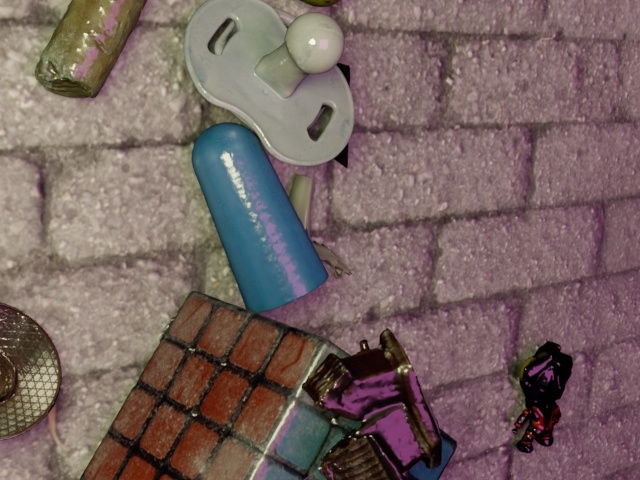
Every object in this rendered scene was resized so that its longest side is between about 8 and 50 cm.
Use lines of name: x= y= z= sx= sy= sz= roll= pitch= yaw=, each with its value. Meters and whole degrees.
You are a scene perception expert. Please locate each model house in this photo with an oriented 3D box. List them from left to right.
model house: x=0.059 y=0.230 z=1.280 sx=0.164 sy=0.141 sz=0.203 roll=-23 pitch=91 yaw=-10

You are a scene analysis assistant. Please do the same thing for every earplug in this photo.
earplug: x=-0.100 y=-0.043 z=1.478 sx=0.132 sy=0.132 sz=0.273 roll=-29 pitch=101 yaw=-30

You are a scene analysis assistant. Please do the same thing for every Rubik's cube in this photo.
Rubik's cube: x=-0.073 y=0.316 z=1.471 sx=0.337 sy=0.344 sz=0.344 roll=38 pitch=77 yaw=-39

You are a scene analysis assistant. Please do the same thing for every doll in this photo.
doll: x=0.450 y=0.314 z=2.066 sx=0.127 sy=0.088 sz=0.249 roll=-34 pitch=132 yaw=-51

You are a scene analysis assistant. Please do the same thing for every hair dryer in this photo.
hair dryer: x=-0.003 y=-0.020 z=1.638 sx=0.199 sy=0.067 sz=0.167 roll=2 pitch=95 yaw=-50

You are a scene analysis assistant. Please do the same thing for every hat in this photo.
hat: x=-0.443 y=0.180 z=1.318 sx=0.193 sy=0.082 sz=0.193 roll=16 pitch=56 yaw=-25

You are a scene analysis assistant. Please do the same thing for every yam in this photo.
yam: x=-0.278 y=-0.304 z=1.312 sx=0.093 sy=0.093 sz=0.259 roll=31 pitch=82 yaw=-39

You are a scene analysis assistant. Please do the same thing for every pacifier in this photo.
pacifier: x=-0.038 y=-0.250 z=1.417 sx=0.287 sy=0.226 sz=0.238 roll=44 pitch=57 yaw=-15

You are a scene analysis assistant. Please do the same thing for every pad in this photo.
pad: x=0.032 y=-0.197 z=1.581 sx=0.003 sy=0.112 sz=0.157 roll=-2 pitch=103 yaw=-11

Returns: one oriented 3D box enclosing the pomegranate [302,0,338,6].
pomegranate: x=0.003 y=-0.410 z=1.489 sx=0.130 sy=0.130 sz=0.130 roll=-11 pitch=108 yaw=-36
